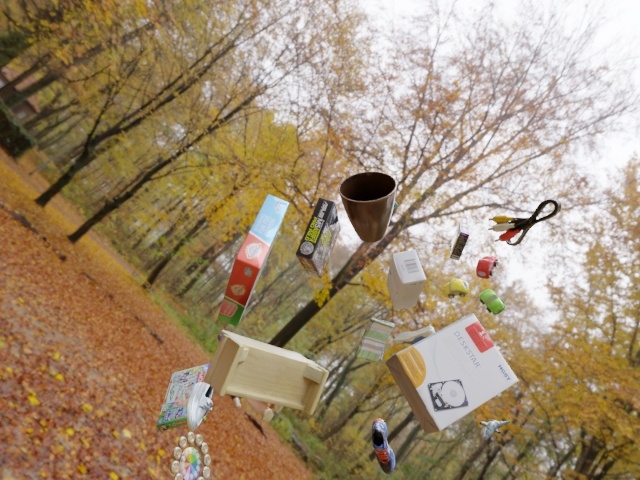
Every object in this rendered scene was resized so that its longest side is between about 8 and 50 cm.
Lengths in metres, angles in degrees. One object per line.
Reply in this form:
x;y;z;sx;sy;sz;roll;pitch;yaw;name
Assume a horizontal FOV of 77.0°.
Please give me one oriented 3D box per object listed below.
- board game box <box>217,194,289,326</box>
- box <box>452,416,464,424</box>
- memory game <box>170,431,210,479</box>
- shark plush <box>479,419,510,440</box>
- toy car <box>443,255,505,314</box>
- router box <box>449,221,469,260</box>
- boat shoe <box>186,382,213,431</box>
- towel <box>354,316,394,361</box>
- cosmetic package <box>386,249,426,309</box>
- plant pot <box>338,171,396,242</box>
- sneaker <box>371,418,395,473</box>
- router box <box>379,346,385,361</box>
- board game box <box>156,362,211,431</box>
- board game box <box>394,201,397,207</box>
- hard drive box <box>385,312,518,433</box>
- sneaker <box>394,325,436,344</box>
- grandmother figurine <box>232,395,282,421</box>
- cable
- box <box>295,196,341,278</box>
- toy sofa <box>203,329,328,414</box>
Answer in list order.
-0.190;0.062;1.125;0.064;0.242;0.317;23;-43;-5;board game box
0.569;0.542;1.485;0.262;0.231;0.127;16;31;-55;box
-0.417;0.722;1.305;0.186;0.012;0.186;55;24;-38;memory game
0.851;0.921;1.963;0.067;0.161;0.073;-123;-153;-65;shark plush
0.577;0.170;1.448;0.053;0.239;0.225;46;11;-35;toy car
0.644;0.001;1.871;0.046;0.179;0.133;19;-69;10;router box
-0.451;0.619;1.527;0.227;0.081;0.079;-107;-173;-68;boat shoe
0.195;0.355;1.430;0.113;0.152;0.023;21;4;-29;towel
0.284;0.139;1.366;0.231;0.085;0.117;87;-8;-58;cosmetic package
0.190;-0.112;1.557;0.215;0.215;0.231;29;-38;40;plant pot
0.261;0.899;1.745;0.087;0.083;0.221;11;61;-67;sneaker
0.219;0.412;1.588;0.038;0.123;0.092;6;-12;40;router box
-0.634;0.740;1.926;0.317;0.213;0.046;-102;177;-62;board game box
0.220;-0.170;1.785;0.210;0.160;0.047;36;18;-33;board game box
0.301;0.305;0.939;0.181;0.232;0.089;60;-21;22;hard drive box
0.342;0.362;1.421;0.152;0.058;0.085;-24;-80;23;sneaker
-0.320;0.673;1.842;0.342;0.207;0.104;23;-57;35;grandmother figurine
0.779;-0.061;1.542;0.287;0.072;0.140;-30;-108;60;cable
0.000;0.000;1.434;0.060;0.216;0.270;19;-16;13;box
-0.171;0.414;1.259;0.362;0.150;0.177;28;-11;-34;toy sofa
